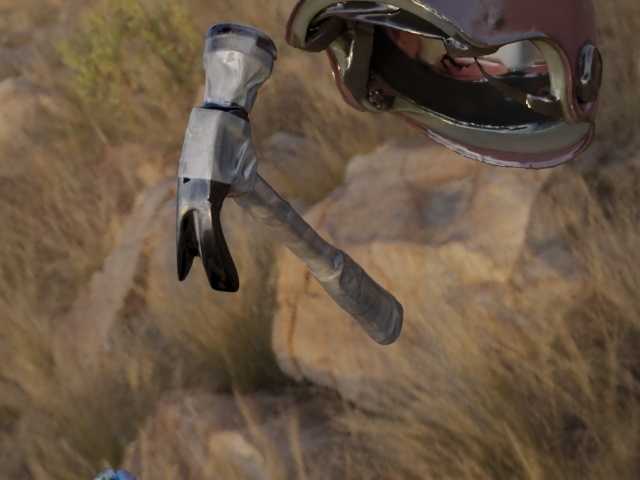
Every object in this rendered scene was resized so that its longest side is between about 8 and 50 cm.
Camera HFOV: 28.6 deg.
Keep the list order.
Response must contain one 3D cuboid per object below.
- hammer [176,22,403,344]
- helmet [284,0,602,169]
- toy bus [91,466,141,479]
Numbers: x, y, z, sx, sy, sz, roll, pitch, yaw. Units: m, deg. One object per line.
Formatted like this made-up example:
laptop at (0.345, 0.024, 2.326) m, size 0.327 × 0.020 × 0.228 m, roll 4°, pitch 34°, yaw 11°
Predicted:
hammer at (-0.001, 0.000, 0.905) m, size 0.044 × 0.427 × 0.152 m, roll 6°, pitch 76°, yaw 21°
helmet at (0.132, -0.216, 1.158) m, size 0.271 × 0.338 × 0.197 m, roll 6°, pitch 74°, yaw 42°
toy bus at (-0.110, 0.235, 0.752) m, size 0.133 × 0.116 × 0.234 m, roll -39°, pitch 20°, yaw -10°
